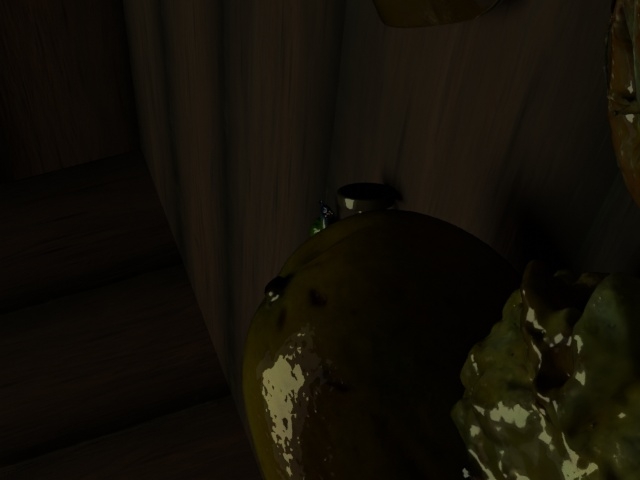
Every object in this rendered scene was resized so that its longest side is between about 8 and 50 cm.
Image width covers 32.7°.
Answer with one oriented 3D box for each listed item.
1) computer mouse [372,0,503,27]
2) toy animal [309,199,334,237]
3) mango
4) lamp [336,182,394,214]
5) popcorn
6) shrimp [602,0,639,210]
[{"bbox_3d":[0.086,-0.277,0.990,0.310,0.072,0.158,-150,44,-69],"label":"computer mouse"},{"bbox_3d":[0.006,0.014,1.686,0.217,0.041,0.075,97,155,-66],"label":"toy animal"},{"bbox_3d":[0.098,0.190,1.019,0.445,0.301,0.220,66,173,-13],"label":"mango"},{"bbox_3d":[0.051,0.039,1.376,0.121,0.121,0.214,-134,40,-62],"label":"lamp"},{"bbox_3d":[0.194,0.131,0.769,0.233,0.192,0.266,46,160,56],"label":"popcorn"},{"bbox_3d":[0.214,-0.123,0.688,0.154,0.062,0.294,-118,16,-58],"label":"shrimp"}]
